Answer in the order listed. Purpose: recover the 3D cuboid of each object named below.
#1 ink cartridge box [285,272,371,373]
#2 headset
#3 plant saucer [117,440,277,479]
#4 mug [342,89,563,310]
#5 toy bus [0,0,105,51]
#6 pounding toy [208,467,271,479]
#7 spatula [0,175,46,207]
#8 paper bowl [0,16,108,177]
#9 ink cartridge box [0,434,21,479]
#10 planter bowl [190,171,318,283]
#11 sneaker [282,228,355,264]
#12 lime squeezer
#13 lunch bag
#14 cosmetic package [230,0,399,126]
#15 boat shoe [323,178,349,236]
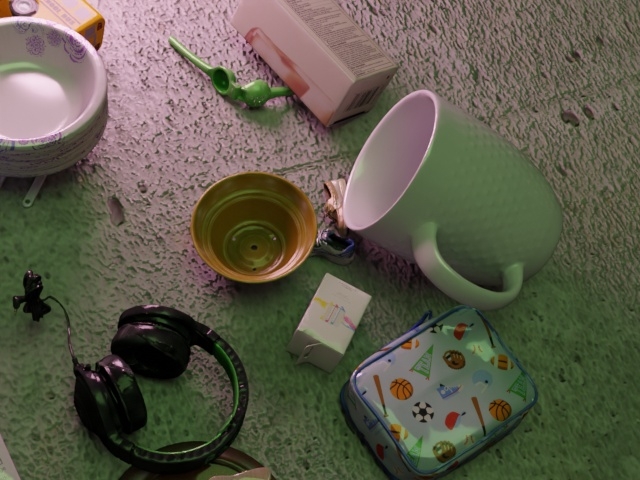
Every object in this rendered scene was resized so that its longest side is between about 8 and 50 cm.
[{"bbox_3d":[0.010,0.148,1.862,0.090,0.092,0.143,28,59,0],"label":"ink cartridge box"},{"bbox_3d":[-0.294,0.187,1.700,0.394,0.185,0.243,30,57,11],"label":"headset"},{"bbox_3d":[-0.180,0.446,1.666,0.310,0.050,0.311,7,60,-13],"label":"plant saucer"},{"bbox_3d":[0.247,-0.034,1.903,0.328,0.276,0.374,28,38,-21],"label":"mug"},{"bbox_3d":[-0.563,-0.459,2.042,0.332,0.108,0.130,41,59,10],"label":"toy bus"},{"bbox_3d":[-0.105,0.450,1.563,0.154,0.155,0.270,9,59,-5],"label":"pounding toy"},{"bbox_3d":[-0.524,-0.175,1.943,0.168,0.019,0.242,21,57,-4],"label":"spatula"},{"bbox_3d":[-0.507,-0.233,1.886,0.284,0.148,0.284,4,60,-7],"label":"paper bowl"},{"bbox_3d":[-0.590,0.291,1.593,0.226,0.131,0.306,-22,70,-25],"label":"ink cartridge box"},{"bbox_3d":[-0.115,-0.005,1.908,0.217,0.090,0.217,2,62,-3],"label":"planter bowl"},{"bbox_3d":[0.000,0.000,1.964,0.135,0.058,0.052,11,59,-8],"label":"sneaker"},{"bbox_3d":[-0.153,-0.313,2.103,0.310,0.059,0.110,18,58,-4],"label":"lime squeezer"},{"bbox_3d":[0.198,0.251,1.845,0.303,0.115,0.243,-28,69,-26],"label":"lunch bag"},{"bbox_3d":[-0.014,-0.375,2.114,0.153,0.129,0.296,-25,69,-45],"label":"cosmetic package"},{"bbox_3d":[0.028,-0.059,2.009,0.045,0.050,0.135,-1,43,-4],"label":"boat shoe"}]
